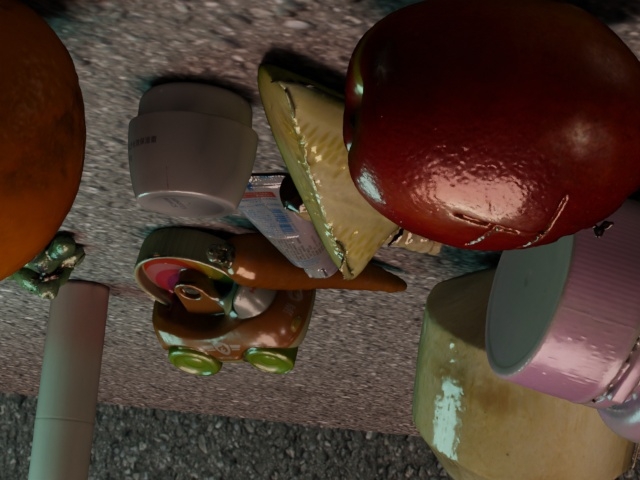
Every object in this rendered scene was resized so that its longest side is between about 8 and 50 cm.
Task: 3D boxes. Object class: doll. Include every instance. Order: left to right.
[{"bbox_3d":[-0.365,0.031,2.022,0.115,0.077,0.150,-2,157,-15],"label":"doll"}]

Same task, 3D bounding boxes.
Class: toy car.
[{"bbox_3d":[-0.132,0.061,1.952,0.235,0.145,0.235,10,151,6],"label":"toy car"}]

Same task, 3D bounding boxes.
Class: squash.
[{"bbox_3d":[-0.018,-0.071,1.377,0.252,0.093,0.169,19,116,-46],"label":"squash"}]

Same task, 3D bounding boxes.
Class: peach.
[{"bbox_3d":[0.131,-0.084,1.114,0.226,0.196,0.190,5,-158,-7],"label":"peach"}]

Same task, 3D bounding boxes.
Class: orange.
[{"bbox_3d":[-0.310,-0.080,1.187,0.261,0.261,0.261,5,166,1],"label":"orange"}]

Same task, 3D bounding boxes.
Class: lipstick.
[{"bbox_3d":[-0.371,0.226,2.267,0.087,0.327,0.087,5,167,1],"label":"lipstick"}]

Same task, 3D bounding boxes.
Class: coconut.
[{"bbox_3d":[0.263,0.158,1.876,0.323,0.323,0.323,5,166,1],"label":"coconut"}]

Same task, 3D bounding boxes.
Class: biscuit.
[{"bbox_3d":[0.056,-0.029,1.636,0.219,0.055,0.061,15,153,-34],"label":"biscuit"}]

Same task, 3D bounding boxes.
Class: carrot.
[{"bbox_3d":[-0.006,0.035,1.904,0.336,0.069,0.069,10,167,-41],"label":"carrot"}]

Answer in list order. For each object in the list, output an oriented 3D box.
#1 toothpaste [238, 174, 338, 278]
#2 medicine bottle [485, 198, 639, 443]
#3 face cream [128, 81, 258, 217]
[{"bbox_3d":[-0.037,-0.020,1.725,0.089,0.057,0.234,-2,158,21],"label":"toothpaste"},{"bbox_3d":[0.354,0.084,1.565,0.324,0.256,0.256,17,164,-11],"label":"medicine bottle"},{"bbox_3d":[-0.115,-0.080,1.380,0.117,0.104,0.117,4,167,1],"label":"face cream"}]
